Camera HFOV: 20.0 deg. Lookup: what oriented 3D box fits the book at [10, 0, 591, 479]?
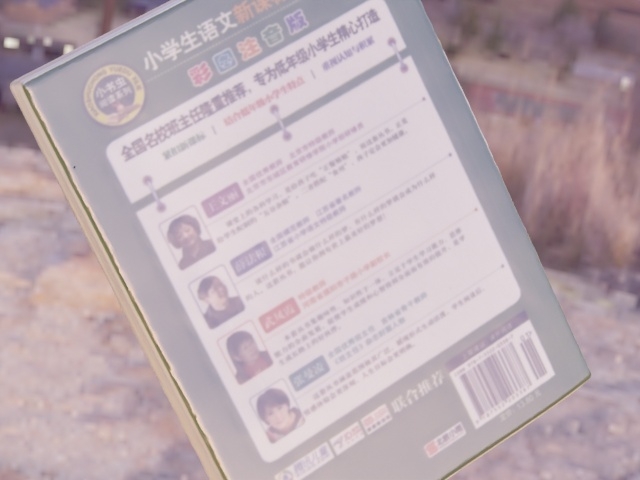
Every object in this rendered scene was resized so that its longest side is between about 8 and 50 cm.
[{"bbox_3d":[0.000,0.000,0.859,0.202,0.264,0.027,-31,12,-22],"label":"book"}]
